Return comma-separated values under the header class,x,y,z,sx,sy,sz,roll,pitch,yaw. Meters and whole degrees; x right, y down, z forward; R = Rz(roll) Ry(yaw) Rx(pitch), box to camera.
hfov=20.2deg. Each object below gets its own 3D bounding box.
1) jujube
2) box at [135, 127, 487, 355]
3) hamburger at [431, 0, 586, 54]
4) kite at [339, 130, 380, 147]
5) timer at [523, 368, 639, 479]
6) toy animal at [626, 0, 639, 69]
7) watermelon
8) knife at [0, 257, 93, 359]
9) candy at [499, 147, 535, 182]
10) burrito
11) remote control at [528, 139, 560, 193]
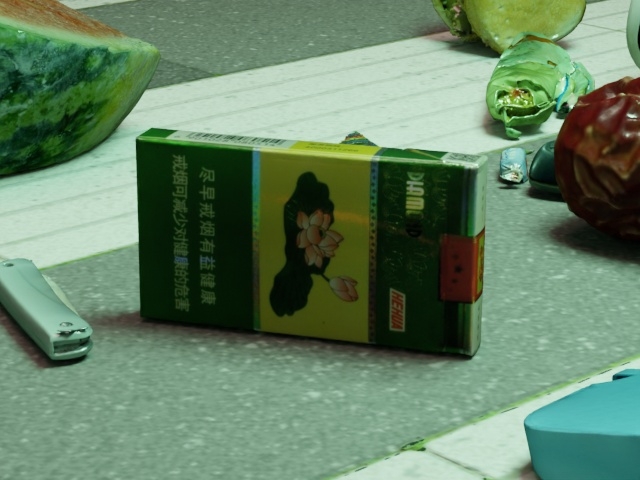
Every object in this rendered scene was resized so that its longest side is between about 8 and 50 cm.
class,x,y,z,sx,sy,sz,roll,pitch,yaw
jujube,0.296,-0.061,1.364,0.230,0.155,0.155,0,16,32
box,-0.008,0.000,1.192,0.235,0.132,0.034,5,18,17
hamburger,0.216,-0.295,2.038,0.185,0.159,0.131,-26,22,-13
kite,0.022,-0.083,1.636,0.090,0.004,0.122,7,20,21
timer,0.268,0.110,0.997,0.232,0.091,0.250,-18,14,-41
toy animal,0.420,-0.217,1.707,0.251,0.250,0.310,2,26,7
watermelon,-0.277,-0.165,1.586,0.232,0.193,0.310,10,20,24
knife,-0.188,0.045,1.226,0.044,0.023,0.162,-4,18,-24
candy,0.171,-0.066,1.561,0.030,0.020,0.083,-1,20,7
burrito,0.222,-0.158,1.793,0.104,0.054,0.288,6,18,11
remote control,0.283,-0.053,1.488,0.222,0.042,0.072,5,21,16
